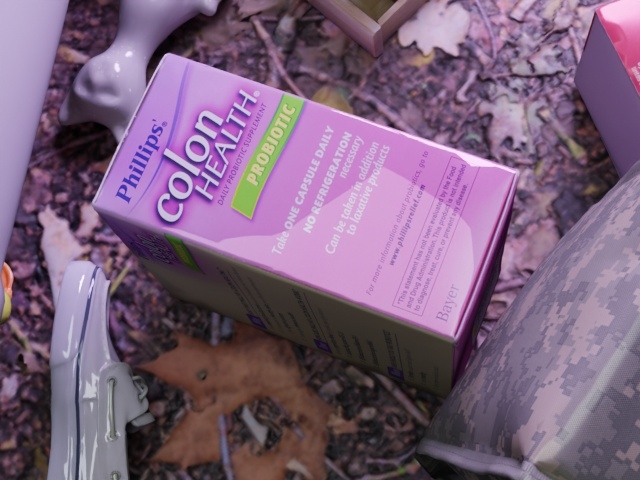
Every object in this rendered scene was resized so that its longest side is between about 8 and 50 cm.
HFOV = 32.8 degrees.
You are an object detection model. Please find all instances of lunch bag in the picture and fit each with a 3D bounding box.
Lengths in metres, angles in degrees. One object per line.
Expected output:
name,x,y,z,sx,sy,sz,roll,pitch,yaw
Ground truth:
lunch bag,0.190,0.084,0.685,0.169,0.287,0.235,36,80,-5

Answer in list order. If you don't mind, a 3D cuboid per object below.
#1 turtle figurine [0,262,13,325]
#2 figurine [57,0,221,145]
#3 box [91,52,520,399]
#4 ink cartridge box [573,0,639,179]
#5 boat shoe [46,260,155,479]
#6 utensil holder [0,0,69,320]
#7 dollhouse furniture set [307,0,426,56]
turtle figurine,-0.325,0.040,0.847,0.217,0.087,0.269,-1,81,14
figurine,-0.198,-0.202,0.920,0.215,0.092,0.209,28,85,13
box,0.000,0.000,0.758,0.243,0.213,0.117,19,75,12
ink cartridge box,0.302,-0.123,0.810,0.176,0.128,0.127,-21,72,0
boat shoe,-0.161,0.129,0.814,0.076,0.083,0.226,2,84,-5
utensil holder,-0.317,-0.161,0.670,0.328,0.327,0.385,11,81,9
dollhouse furniture set,0.052,-0.279,0.827,0.212,0.242,0.161,42,81,17
